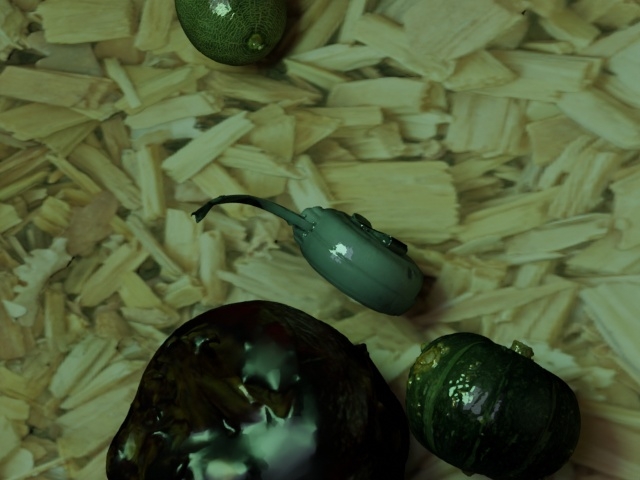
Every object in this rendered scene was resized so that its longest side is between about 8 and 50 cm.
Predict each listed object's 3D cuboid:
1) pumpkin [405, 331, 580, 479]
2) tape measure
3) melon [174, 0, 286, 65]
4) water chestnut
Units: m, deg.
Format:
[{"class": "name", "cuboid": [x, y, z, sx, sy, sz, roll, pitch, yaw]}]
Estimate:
[{"class": "pumpkin", "cuboid": [0.175, 0.173, 1.582, 0.190, 0.190, 0.146, 2, 72, 34]}, {"class": "tape measure", "cuboid": [0.000, -0.001, 1.666, 0.164, 0.330, 0.084, 32, 94, 35]}, {"class": "melon", "cuboid": [-0.115, -0.300, 1.967, 0.139, 0.139, 0.192, -43, 53, 13]}, {"class": "water chestnut", "cuboid": [-0.086, 0.206, 1.649, 0.335, 0.347, 0.335, -18, 54, 26]}]
